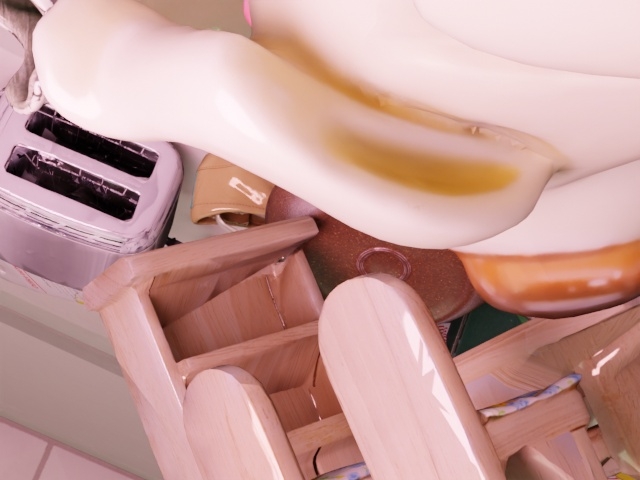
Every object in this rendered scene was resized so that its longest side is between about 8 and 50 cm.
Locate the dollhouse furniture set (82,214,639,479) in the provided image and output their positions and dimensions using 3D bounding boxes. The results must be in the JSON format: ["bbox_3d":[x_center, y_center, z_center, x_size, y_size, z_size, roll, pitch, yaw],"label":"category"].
[{"bbox_3d":[0.058,0.060,0.856,0.362,0.256,0.394,-14,167,-42],"label":"dollhouse furniture set"}]

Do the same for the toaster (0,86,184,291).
[{"bbox_3d":[-0.207,-0.039,1.191,0.227,0.129,0.146,24,158,-5],"label":"toaster"}]

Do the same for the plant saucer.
[{"bbox_3d":[0.051,0.009,1.075,0.198,0.036,0.198,8,137,8],"label":"plant saucer"}]

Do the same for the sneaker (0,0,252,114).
[{"bbox_3d":[-0.101,-0.128,0.762,0.410,0.182,0.158,27,160,-17],"label":"sneaker"}]

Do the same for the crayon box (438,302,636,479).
[{"bbox_3d":[0.188,0.155,1.364,0.318,0.081,0.202,32,158,-27],"label":"crayon box"}]

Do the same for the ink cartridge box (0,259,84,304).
[{"bbox_3d":[-0.266,0.018,1.490,0.198,0.067,0.115,13,159,17],"label":"ink cartridge box"}]

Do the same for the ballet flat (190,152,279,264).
[{"bbox_3d":[0.000,0.000,1.159,0.232,0.073,0.080,22,163,-4],"label":"ballet flat"}]

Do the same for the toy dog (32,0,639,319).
[{"bbox_3d":[0.092,-0.133,0.501,0.395,0.284,0.408,-6,162,-9],"label":"toy dog"}]
